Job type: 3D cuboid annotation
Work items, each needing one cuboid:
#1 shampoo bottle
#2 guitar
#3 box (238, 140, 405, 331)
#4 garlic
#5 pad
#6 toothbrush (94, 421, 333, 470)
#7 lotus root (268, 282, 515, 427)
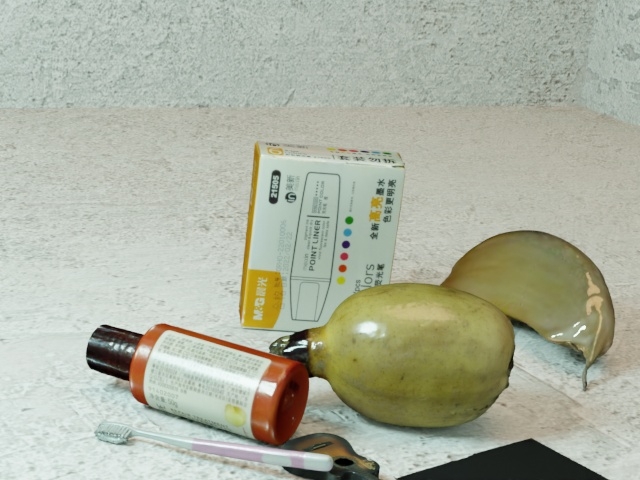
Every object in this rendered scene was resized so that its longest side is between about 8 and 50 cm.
[{"bbox_3d":[-0.158,0.163,1.838,0.278,0.104,0.104,15,18,22],"label":"shampoo bottle"},{"bbox_3d":[0.052,0.273,1.698,0.088,0.025,0.233,-9,24,-43],"label":"guitar"},{"bbox_3d":[0.000,0.000,2.180,0.220,0.274,0.091,2,20,-8],"label":"box"},{"bbox_3d":[0.344,0.109,2.262,0.196,0.151,0.338,-32,42,-23],"label":"garlic"},{"bbox_3d":[0.291,0.315,1.695,0.247,0.007,0.367,-6,22,-41],"label":"pad"},{"bbox_3d":[-0.124,0.236,1.720,0.286,0.020,0.025,6,24,15],"label":"toothbrush"},{"bbox_3d":[0.089,0.142,1.889,0.310,0.183,0.183,4,16,-4],"label":"lotus root"}]
